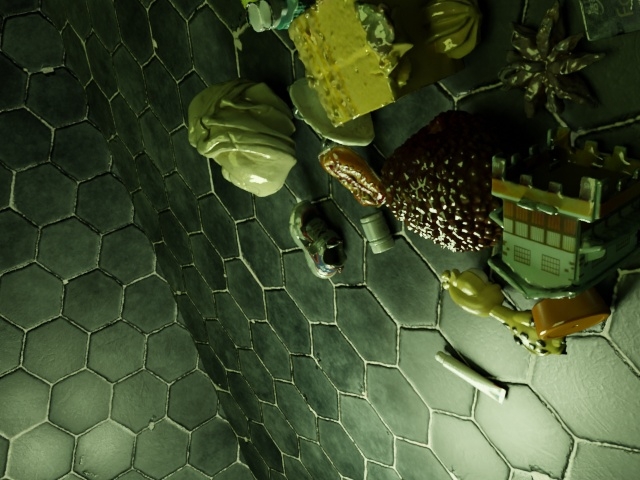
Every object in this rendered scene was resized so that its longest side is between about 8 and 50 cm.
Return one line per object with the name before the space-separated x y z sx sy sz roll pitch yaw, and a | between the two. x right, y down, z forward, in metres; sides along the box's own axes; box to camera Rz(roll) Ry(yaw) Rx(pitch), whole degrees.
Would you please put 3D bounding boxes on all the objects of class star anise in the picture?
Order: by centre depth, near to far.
star anise | 0.364 -0.281 1.024 0.182 0.065 0.195 25 128 44

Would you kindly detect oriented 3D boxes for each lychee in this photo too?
lychee | 0.250 -0.095 1.168 0.271 0.271 0.271 35 138 38

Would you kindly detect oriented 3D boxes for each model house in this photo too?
model house | 0.393 -0.042 1.006 0.198 0.224 0.215 21 128 47

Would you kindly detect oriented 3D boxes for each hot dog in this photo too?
hot dog | 0.080 -0.150 1.480 0.191 0.059 0.108 40 146 -16

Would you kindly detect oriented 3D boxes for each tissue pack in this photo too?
tissue pack | 0.438 -0.347 0.882 0.156 0.051 0.112 4 117 54

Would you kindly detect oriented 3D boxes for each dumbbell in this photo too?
dumbbell | 0.000 -0.284 1.534 0.254 0.082 0.081 50 146 20

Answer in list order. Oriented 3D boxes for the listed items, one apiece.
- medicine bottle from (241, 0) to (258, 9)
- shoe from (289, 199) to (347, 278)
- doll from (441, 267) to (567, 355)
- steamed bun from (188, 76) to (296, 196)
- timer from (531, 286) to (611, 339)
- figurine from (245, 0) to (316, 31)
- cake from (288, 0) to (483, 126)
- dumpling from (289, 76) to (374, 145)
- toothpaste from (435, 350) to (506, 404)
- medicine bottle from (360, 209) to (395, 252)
medicine bottle | -0.124 -0.631 1.407 0.250 0.137 0.141 62 148 4
shoe | 0.001 0.000 1.715 0.125 0.099 0.227 2 119 64
doll | 0.369 0.142 1.305 0.291 0.086 0.117 34 155 36
steamed bun | -0.185 -0.282 1.653 0.203 0.276 0.289 -40 54 46
timer | 0.432 0.087 1.166 0.132 0.132 0.152 126 133 -55
figurine | -0.043 -0.478 1.304 0.138 0.245 0.110 6 116 46
cake | 0.123 -0.366 1.160 0.286 0.227 0.222 -9 109 59
dumpling | 0.021 -0.289 1.416 0.126 0.166 0.215 -29 80 59
toothpaste | 0.352 0.318 1.513 0.190 0.031 0.048 31 133 36
medicine bottle | 0.137 -0.021 1.546 0.058 0.058 0.091 -10 104 57
